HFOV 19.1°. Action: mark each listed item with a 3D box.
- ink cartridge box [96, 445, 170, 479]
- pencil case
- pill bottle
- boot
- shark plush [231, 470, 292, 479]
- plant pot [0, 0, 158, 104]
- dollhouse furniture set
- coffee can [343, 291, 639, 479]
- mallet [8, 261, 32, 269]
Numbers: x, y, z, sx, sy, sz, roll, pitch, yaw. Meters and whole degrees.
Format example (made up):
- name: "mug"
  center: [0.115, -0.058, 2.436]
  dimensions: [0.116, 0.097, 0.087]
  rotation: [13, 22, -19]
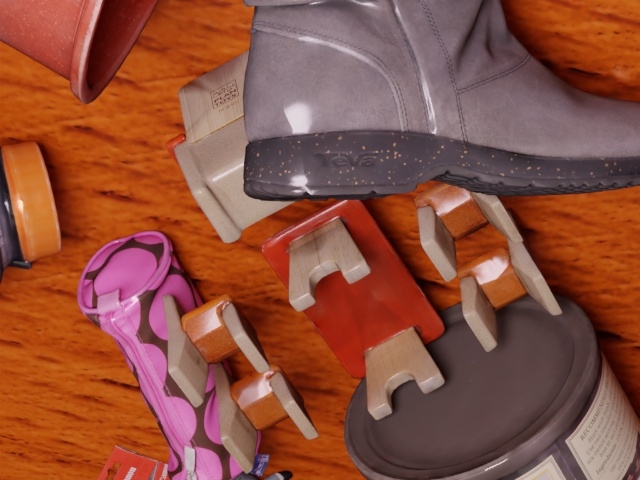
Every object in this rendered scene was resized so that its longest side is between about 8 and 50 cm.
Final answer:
- name: "ink cartridge box"
  center: [-0.133, 0.222, 1.614]
  dimensions: [0.115, 0.029, 0.063]
  rotation: [23, 126, -10]
- name: "pencil case"
  center: [-0.116, 0.099, 1.475]
  dimensions: [0.095, 0.098, 0.209]
  rotation: [-4, 126, 32]
- name: "pill bottle"
  center: [-0.315, -0.006, 1.376]
  dimensions: [0.246, 0.130, 0.130]
  rotation: [-12, 128, -13]
- name: "boot"
  center: [0.104, -0.140, 1.229]
  dimensions: [0.338, 0.118, 0.222]
  rotation: [-1, 88, -22]
- name: "shark plush"
  center: [-0.039, 0.212, 1.571]
  dimensions: [0.161, 0.067, 0.073]
  rotation: [10, 139, 1]
- name: "plant pot"
  center: [-0.204, -0.259, 1.136]
  dimensions: [0.265, 0.272, 0.272]
  rotation: [25, 126, 0]
- name: "dollhouse furniture set"
  center: [0.000, 0.000, 1.369]
  dimensions: [0.262, 0.135, 0.259]
  rotation: [-28, 124, 9]
- name: "coffee can"
  center: [0.168, 0.204, 1.451]
  dimensions: [0.202, 0.201, 0.275]
  rotation: [-19, 122, 21]
- name: "mallet"
  center: [-0.319, -0.002, 1.474]
  dimensions: [0.190, 0.062, 0.039]
  rotation: [1, 135, -12]
